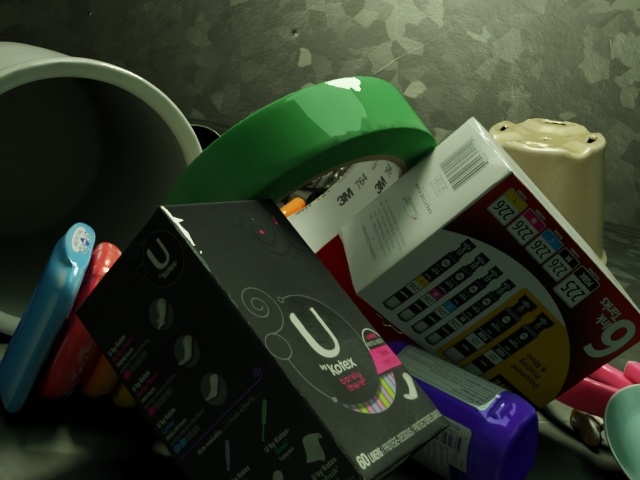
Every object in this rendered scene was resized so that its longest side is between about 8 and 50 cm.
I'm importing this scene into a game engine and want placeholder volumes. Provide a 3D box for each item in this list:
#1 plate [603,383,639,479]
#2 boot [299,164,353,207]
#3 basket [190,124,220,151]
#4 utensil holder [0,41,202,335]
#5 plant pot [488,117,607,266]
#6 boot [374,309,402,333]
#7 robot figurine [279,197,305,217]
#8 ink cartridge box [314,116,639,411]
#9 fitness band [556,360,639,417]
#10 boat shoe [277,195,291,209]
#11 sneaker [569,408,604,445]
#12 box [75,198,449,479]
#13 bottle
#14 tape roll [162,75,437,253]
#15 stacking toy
[{"bbox_3d":[0.414,0.250,0.955,0.188,0.024,0.188,11,42,-10],"label":"plate"},{"bbox_3d":[0.000,-0.125,1.773,0.348,0.131,0.260,10,-18,-19],"label":"boot"},{"bbox_3d":[-0.283,-0.164,1.807,0.154,0.204,0.227,57,5,-2],"label":"basket"},{"bbox_3d":[-0.370,-0.088,1.066,0.328,0.327,0.385,5,13,-33],"label":"utensil holder"},{"bbox_3d":[0.432,-0.071,1.637,0.334,0.305,0.334,1,23,0],"label":"plant pot"},{"bbox_3d":[0.086,0.112,1.242,0.137,0.077,0.198,5,2,-16],"label":"boot"},{"bbox_3d":[-0.001,-0.002,1.471,0.158,0.128,0.219,11,11,21],"label":"robot figurine"},{"bbox_3d":[0.175,0.067,0.943,0.309,0.272,0.130,40,19,-30],"label":"ink cartridge box"},{"bbox_3d":[0.388,0.194,1.156,0.209,0.054,0.291,17,7,-6],"label":"fitness band"},{"bbox_3d":[-0.072,-0.051,1.682,0.302,0.091,0.114,15,13,5],"label":"boat shoe"},{"bbox_3d":[0.349,0.237,1.045,0.037,0.032,0.083,13,14,-3],"label":"sneaker"},{"bbox_3d":[-0.049,0.108,0.699,0.270,0.143,0.165,51,26,16],"label":"box"},{"bbox_3d":[0.091,0.170,0.881,0.283,0.118,0.092,22,46,36],"label":"bottle"},{"bbox_3d":[-0.022,-0.045,0.918,0.321,0.321,0.077,-4,55,-53],"label":"tape roll"},{"bbox_3d":[-0.155,0.119,0.846,0.302,0.165,0.175,25,13,-17],"label":"stacking toy"}]
